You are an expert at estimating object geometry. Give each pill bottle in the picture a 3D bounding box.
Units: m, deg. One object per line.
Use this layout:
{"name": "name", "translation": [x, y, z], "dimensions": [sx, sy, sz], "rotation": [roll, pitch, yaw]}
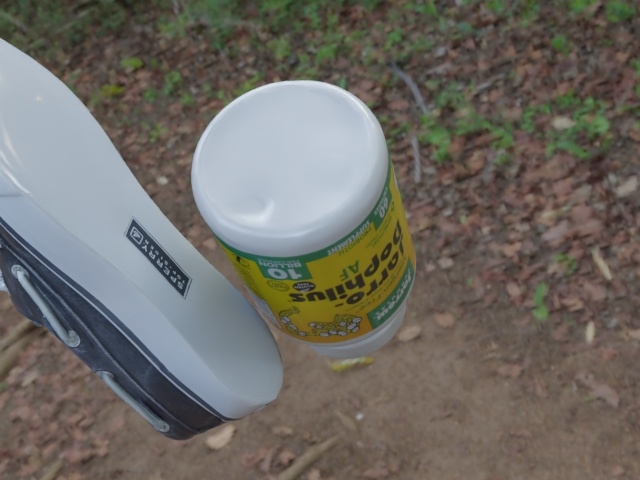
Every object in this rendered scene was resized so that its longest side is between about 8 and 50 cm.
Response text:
{"name": "pill bottle", "translation": [0.000, 0.000, 0.676], "dimensions": [0.117, 0.208, 0.118], "rotation": [-5, 61, 10]}

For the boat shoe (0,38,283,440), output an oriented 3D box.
{"name": "boat shoe", "translation": [-0.152, 0.007, 0.628], "dimensions": [0.102, 0.301, 0.108], "rotation": [-31, 24, 26]}
